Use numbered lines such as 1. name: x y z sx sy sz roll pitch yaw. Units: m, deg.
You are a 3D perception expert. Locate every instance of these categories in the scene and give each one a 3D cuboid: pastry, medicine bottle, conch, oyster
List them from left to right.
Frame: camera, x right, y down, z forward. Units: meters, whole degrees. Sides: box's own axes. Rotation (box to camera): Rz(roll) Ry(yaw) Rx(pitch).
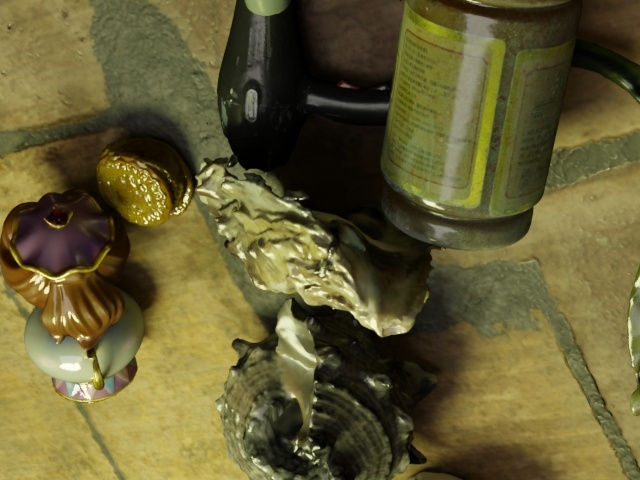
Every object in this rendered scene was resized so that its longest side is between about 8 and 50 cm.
1. pastry: -0.189 -0.062 1.785 0.097 0.057 0.109 -28 105 39
2. conch: -0.002 0.169 1.792 0.241 0.186 0.313 40 148 17
3. oyster: -0.001 0.002 1.592 0.238 0.351 0.114 14 101 -32
4. medicine bottle: 0.142 -0.162 1.456 0.151 0.151 0.322 17 119 16

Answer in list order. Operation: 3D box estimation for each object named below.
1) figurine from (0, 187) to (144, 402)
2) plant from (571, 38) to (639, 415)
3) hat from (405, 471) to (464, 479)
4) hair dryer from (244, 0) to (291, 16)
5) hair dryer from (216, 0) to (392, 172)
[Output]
1. figurine: -0.270 0.054 1.841 0.189 0.142 0.263 -124 21 -46
2. plant: 0.315 -0.020 1.460 0.251 0.180 0.333 -11 119 46
3. hat: 0.122 0.337 1.853 0.203 0.126 0.203 13 126 19
4. hair dryer: 0.009 -0.294 1.461 0.267 0.092 0.229 1 136 -12
5. hair dryer: 0.035 -0.170 1.606 0.272 0.091 0.235 7 115 8
